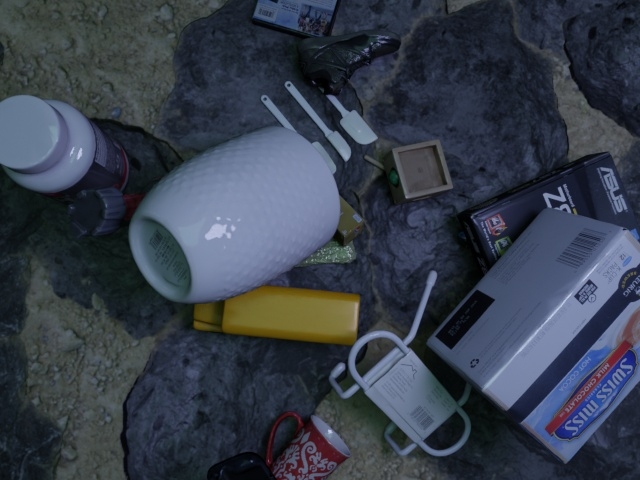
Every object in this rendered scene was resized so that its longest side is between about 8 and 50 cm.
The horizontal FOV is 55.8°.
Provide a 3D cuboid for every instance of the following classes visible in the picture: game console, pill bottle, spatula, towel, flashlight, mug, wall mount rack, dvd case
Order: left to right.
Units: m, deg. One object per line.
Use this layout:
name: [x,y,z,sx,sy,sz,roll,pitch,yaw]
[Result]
pill bottle: [-0.503,-0.168,1.172,0.176,0.318,0.176,0,84,0]
flashlight: [-0.352,-0.074,1.167,0.103,0.304,0.103,-9,94,15]
mug: [-0.198,-0.020,1.148,0.328,0.374,0.276,-34,95,-44]
game console: [-0.079,0.524,1.147,0.213,0.044,0.361,-28,118,-4]
mug: [-0.045,0.445,1.228,0.169,0.113,0.150,-47,43,-1]
dvd case: [-0.035,-0.587,1.379,0.180,0.022,0.253,16,83,0]
spatula: [-0.012,-0.268,1.343,0.168,0.019,0.242,-40,85,-4]
towel: [0.000,0.000,1.307,0.148,0.027,0.110,-5,82,-1]
wall mount rack: [0.195,0.249,1.196,0.304,0.130,0.350,-42,114,-2]

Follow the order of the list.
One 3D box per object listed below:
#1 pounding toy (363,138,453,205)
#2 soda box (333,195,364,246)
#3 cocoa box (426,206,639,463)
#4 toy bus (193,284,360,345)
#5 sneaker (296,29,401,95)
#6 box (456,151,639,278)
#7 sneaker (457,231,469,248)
pounding toy: [0.186,-0.148,1.303,0.141,0.100,0.130,-13,84,-13]
soda box: [0.010,-0.075,1.278,0.058,0.061,0.181,-38,73,-15]
cocoa box: [0.412,0.155,1.064,0.228,0.231,0.347,42,90,-17]
toy bus: [-0.092,0.148,1.236,0.333,0.130,0.108,6,83,0]
sneaker: [0.068,-0.384,1.321,0.227,0.087,0.130,-8,81,-1]
box: [0.503,0.061,1.242,0.318,0.097,0.395,-23,96,-6]
sneaker: [0.367,-0.035,1.310,0.162,0.063,0.073,-22,65,-7]
